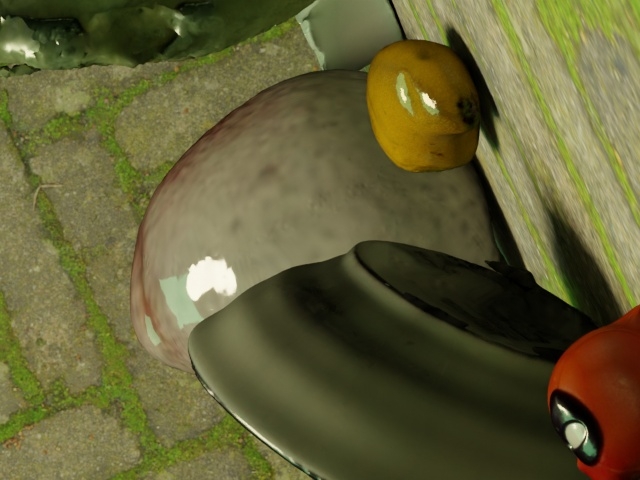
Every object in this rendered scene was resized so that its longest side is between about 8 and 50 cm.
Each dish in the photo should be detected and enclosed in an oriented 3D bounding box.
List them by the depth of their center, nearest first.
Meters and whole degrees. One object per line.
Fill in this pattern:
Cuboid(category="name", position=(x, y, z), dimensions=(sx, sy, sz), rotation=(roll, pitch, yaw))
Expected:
Cuboid(category="dish", position=(0.082, 0.074, 0.975), dimensions=(0.316, 0.316, 0.106), rotation=(-108, 38, -72))

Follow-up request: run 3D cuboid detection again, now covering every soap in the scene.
Cuboid(category="soap", position=(0.013, -0.250, 1.627), dimensions=(0.145, 0.091, 0.230), rotation=(60, -176, -38))

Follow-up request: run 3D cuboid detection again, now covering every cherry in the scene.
Cuboid(category="cherry", position=(0.006, 0.006, 1.479), dimensions=(0.326, 0.335, 0.291), rotation=(26, 137, 42))

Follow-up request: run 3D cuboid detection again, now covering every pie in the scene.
Cuboid(category="pie", position=(-0.097, -0.195, 0.863), dimensions=(0.067, 0.302, 0.302), rotation=(72, 177, -49))

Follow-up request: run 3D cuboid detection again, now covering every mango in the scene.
Cuboid(category="mango", position=(0.073, -0.095, 1.144), dimensions=(0.098, 0.075, 0.190), rotation=(50, 177, 5))

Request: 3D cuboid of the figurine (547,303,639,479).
Cuboid(category="figurine", position=(0.149, 0.100, 0.742), dimensions=(0.068, 0.075, 0.140), rotation=(54, -158, -73))
